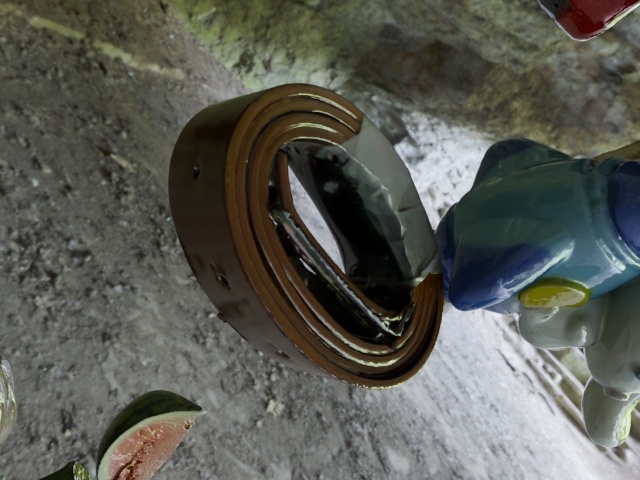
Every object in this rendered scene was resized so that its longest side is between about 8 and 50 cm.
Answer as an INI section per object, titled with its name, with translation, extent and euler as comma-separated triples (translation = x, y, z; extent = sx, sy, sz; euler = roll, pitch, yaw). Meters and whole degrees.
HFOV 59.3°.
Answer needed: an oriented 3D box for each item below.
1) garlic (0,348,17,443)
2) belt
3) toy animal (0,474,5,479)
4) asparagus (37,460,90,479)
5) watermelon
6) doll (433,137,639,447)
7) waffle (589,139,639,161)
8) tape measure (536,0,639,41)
[garlic]
translation = -0.725, 0.273, 1.048
extent = 0.317, 0.259, 0.317
euler = 25, 16, -8
[belt]
translation = 0.000, 0.000, 0.447
extent = 0.105, 0.184, 0.261
euler = 0, -41, 50
[toy animal]
translation = -0.340, 0.238, 0.469
extent = 0.179, 0.166, 0.138
euler = 12, 42, 17
[asparagus]
translation = -0.434, 0.390, 0.864
extent = 0.045, 0.178, 0.041
euler = 52, 17, -43
[watermelon]
translation = -0.428, 0.451, 1.275
extent = 0.159, 0.303, 0.128
euler = 42, 6, 15
[doll]
translation = 0.242, 0.041, 0.527
extent = 0.365, 0.376, 0.187
euler = 23, 28, 4
[waffle]
translation = 0.545, -0.016, 0.969
extent = 0.091, 0.212, 0.308
euler = -115, -177, -60
[tape measure]
translation = 0.305, -0.308, 0.481
extent = 0.114, 0.253, 0.260
euler = 45, 51, -9
